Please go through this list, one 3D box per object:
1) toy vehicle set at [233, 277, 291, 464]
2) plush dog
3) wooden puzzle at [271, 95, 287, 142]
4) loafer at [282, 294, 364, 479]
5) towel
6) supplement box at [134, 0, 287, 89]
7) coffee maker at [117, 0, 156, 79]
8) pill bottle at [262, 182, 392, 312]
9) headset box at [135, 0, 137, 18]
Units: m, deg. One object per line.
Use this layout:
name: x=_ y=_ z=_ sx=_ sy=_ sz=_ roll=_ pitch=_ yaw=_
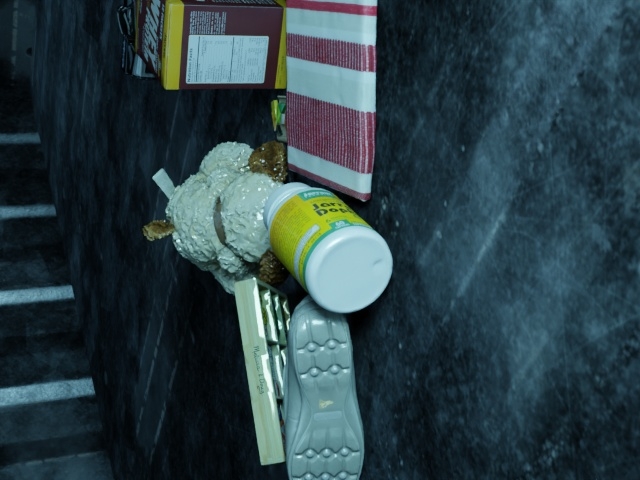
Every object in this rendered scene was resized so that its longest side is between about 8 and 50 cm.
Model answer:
toy vehicle set: x=-0.068 y=0.200 z=1.473 sx=0.166 sy=0.035 sz=0.266 roll=37 pitch=-138 yaw=-72
plush dog: x=-0.132 y=-0.037 z=1.543 sx=0.225 sy=0.211 sz=0.262 roll=-9 pitch=87 yaw=40
wooden puzzle: x=-0.054 y=-0.186 z=1.517 sx=0.116 sy=0.014 sz=0.078 roll=-175 pitch=81 yaw=-66
loafer: x=0.003 y=0.228 z=1.361 sx=0.111 sy=0.112 sz=0.319 roll=-102 pitch=13 yaw=-71
towel: x=0.016 y=-0.236 z=1.324 sx=0.237 sy=0.037 sz=0.328 roll=30 pitch=122 yaw=60
supplement box: x=-0.169 y=-0.326 z=1.528 sx=0.191 sy=0.194 sz=0.129 roll=-130 pitch=42 yaw=-53
coffee maker: x=-0.357 y=-0.438 z=2.069 sx=0.171 sy=0.120 sz=0.178 roll=-90 pitch=7 yaw=-66
pill bottle: x=0.000 y=0.000 z=1.296 sx=0.208 sy=0.118 sz=0.117 roll=-134 pitch=45 yaw=-56
headset box: x=-0.265 y=-0.459 z=1.830 sx=0.293 sy=0.110 sz=0.218 roll=-155 pitch=63 yaw=-63
